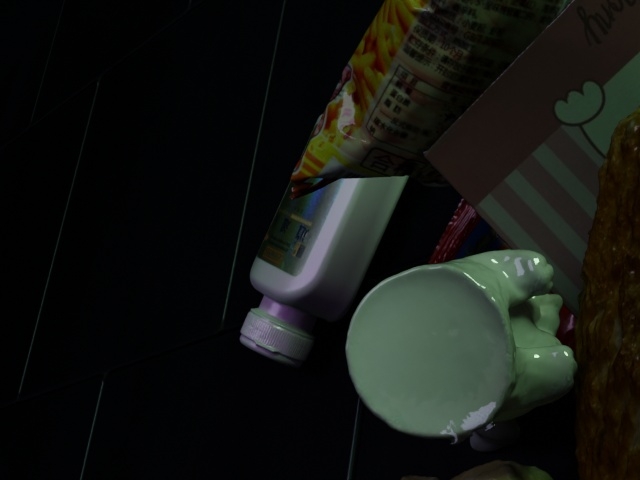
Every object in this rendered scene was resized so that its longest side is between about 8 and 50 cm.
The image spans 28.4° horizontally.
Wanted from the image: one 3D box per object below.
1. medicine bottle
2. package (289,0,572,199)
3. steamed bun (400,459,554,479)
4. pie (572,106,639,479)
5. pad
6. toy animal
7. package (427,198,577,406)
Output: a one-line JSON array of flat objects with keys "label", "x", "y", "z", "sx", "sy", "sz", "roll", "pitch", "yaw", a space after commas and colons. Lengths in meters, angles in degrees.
[{"label": "medicine bottle", "x": 0.000, "y": 0.000, "z": 1.098, "sx": 0.115, "sy": 0.078, "sz": 0.219, "roll": 24, "pitch": 90, "yaw": 58}, {"label": "package", "x": 0.122, "y": -0.127, "z": 0.844, "sx": 0.108, "sy": 0.223, "sz": 0.288, "roll": 60, "pitch": 137, "yaw": 29}, {"label": "steamed bun", "x": 0.060, "y": 0.262, "z": 0.770, "sx": 0.292, "sy": 0.137, "sz": 0.295, "roll": -47, "pitch": 37, "yaw": 35}, {"label": "pie", "x": 0.202, "y": 0.042, "z": 0.629, "sx": 0.315, "sy": 0.092, "sz": 0.315, "roll": -177, "pitch": 90, "yaw": -79}, {"label": "pad", "x": 0.221, "y": -0.076, "z": 0.732, "sx": 0.300, "sy": 0.202, "sz": 0.005, "roll": -46, "pitch": -6, "yaw": 30}, {"label": "toy animal", "x": 0.110, "y": 0.069, "z": 0.799, "sx": 0.131, "sy": 0.221, "sz": 0.103, "roll": -33, "pitch": 74, "yaw": 14}, {"label": "package", "x": 0.139, "y": 0.032, "z": 0.915, "sx": 0.083, "sy": 0.022, "sz": 0.200, "roll": -57, "pitch": 33, "yaw": 15}]
